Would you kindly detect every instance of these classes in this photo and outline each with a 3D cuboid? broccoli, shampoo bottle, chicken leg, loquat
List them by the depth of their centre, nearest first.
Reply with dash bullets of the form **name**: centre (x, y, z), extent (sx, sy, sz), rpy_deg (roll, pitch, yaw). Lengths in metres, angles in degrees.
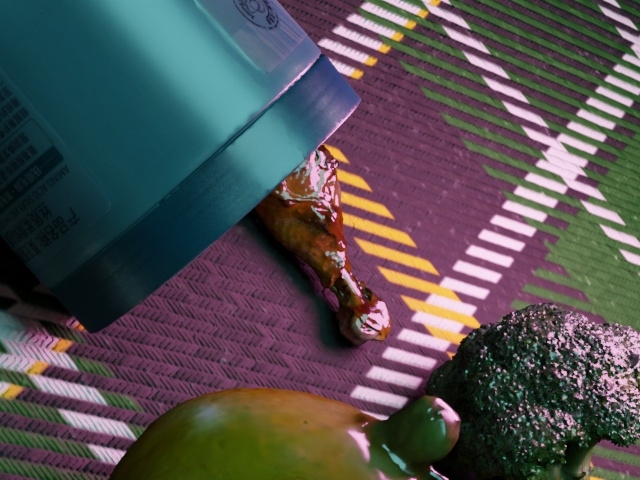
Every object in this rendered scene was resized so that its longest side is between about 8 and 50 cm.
- **loquat**: centre (-0.018, 0.262, 1.584), extent (0.328, 0.359, 0.328), rpy_deg (41, 15, -14)
- **shampoo bottle**: centre (-0.198, -0.148, 1.710), extent (0.343, 0.331, 0.331), rpy_deg (48, 38, -6)
- **chicken leg**: centre (-0.001, 0.000, 2.023), extent (0.107, 0.087, 0.251), rpy_deg (-27, 90, -32)
- **broccoli**: centre (0.240, 0.207, 2.027), extent (0.269, 0.254, 0.269), rpy_deg (-4, 95, -53)
